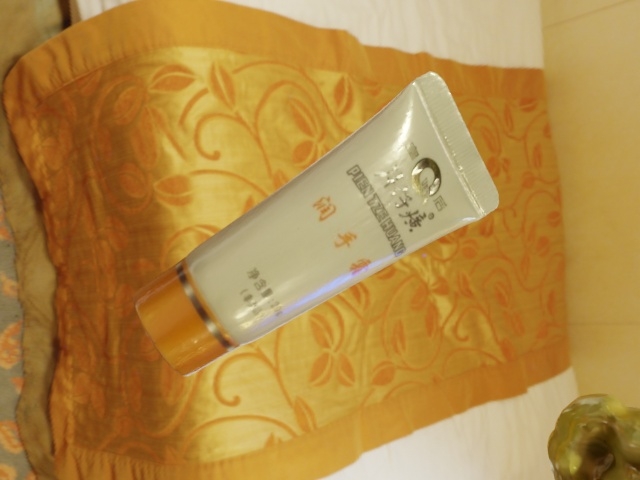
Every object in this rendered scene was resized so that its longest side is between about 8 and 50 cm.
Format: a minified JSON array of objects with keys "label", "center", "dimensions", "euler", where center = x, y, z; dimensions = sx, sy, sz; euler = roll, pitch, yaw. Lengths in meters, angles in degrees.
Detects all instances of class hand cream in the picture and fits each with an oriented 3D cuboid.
[{"label":"hand cream","center":[0.000,0.000,0.579],"dimensions":[0.314,0.089,0.140],"euler":[-36,113,-2]}]

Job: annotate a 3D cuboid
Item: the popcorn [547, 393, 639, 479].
[{"label":"popcorn","center":[0.380,0.257,0.592],"dimensions":[0.334,0.294,0.292],"euler":[-12,64,-10]}]
